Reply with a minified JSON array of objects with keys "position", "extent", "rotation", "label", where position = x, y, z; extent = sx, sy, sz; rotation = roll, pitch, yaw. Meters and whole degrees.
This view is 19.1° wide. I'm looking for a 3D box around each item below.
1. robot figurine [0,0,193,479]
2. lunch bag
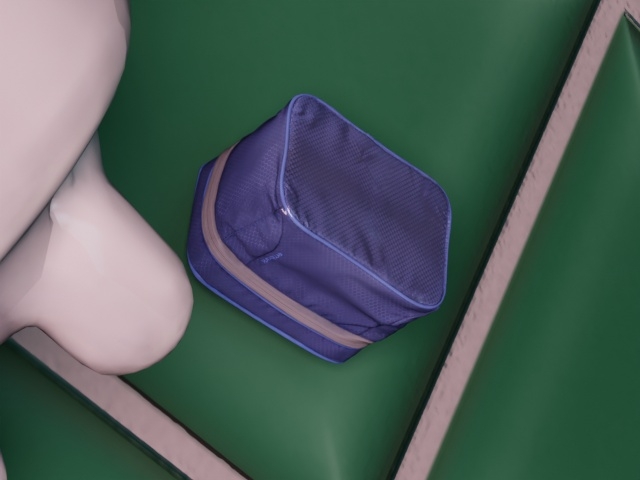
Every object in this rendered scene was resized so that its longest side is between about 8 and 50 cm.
[{"position":[-0.191,-0.072,0.489],"extent":[0.300,0.200,0.353],"rotation":[-45,113,-6],"label":"robot figurine"},{"position":[0.000,0.000,0.723],"extent":[0.098,0.065,0.067],"rotation":[35,44,-28],"label":"lunch bag"}]
